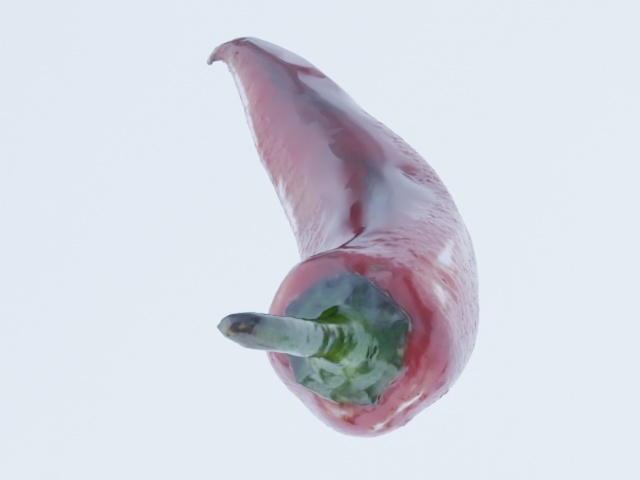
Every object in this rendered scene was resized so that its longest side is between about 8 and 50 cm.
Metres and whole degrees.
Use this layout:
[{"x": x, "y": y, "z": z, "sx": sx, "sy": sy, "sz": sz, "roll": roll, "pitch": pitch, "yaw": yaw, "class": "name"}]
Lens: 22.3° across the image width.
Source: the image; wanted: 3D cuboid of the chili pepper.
[{"x": 0.005, "y": 0.001, "z": 0.745, "sx": 0.092, "sy": 0.137, "sz": 0.368, "roll": -61, "pitch": 14, "yaw": 15, "class": "chili pepper"}]
